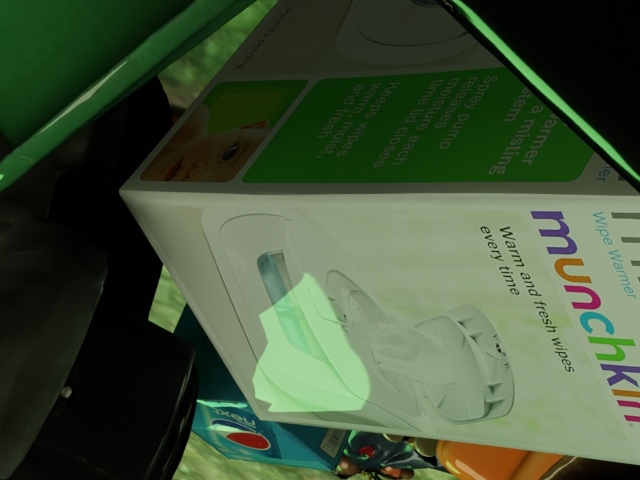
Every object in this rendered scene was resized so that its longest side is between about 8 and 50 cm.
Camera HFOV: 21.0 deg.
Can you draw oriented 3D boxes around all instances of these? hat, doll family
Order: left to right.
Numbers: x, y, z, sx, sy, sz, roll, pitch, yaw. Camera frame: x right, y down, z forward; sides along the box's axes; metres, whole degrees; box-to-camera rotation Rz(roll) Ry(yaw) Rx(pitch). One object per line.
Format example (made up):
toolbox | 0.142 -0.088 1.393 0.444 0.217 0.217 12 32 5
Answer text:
hat | -0.094 -0.128 0.494 0.183 0.208 0.173 52 148 -6
doll family | 0.022 0.108 1.070 0.193 0.076 0.111 39 142 -10

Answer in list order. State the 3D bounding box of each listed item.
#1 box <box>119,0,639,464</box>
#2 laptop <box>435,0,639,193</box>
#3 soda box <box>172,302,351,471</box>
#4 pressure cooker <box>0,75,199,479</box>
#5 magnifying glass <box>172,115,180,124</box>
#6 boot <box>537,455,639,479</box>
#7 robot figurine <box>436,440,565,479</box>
box | 0.104 -0.055 0.626 0.231 0.262 0.126 2 134 41
laptop | 0.141 -0.247 0.341 0.382 0.236 0.408 42 140 -9
soda box | 0.000 0.000 0.824 0.071 0.210 0.067 -1 146 42
pressure cooker | -0.257 0.005 0.701 0.420 0.369 0.375 31 117 -32
magnifying glass | -0.048 -0.049 0.984 0.231 0.026 0.092 14 141 26
boot | 0.181 0.188 0.803 0.220 0.109 0.283 29 148 -6
robot figurine | 0.171 0.150 0.943 0.219 0.128 0.158 35 138 3
